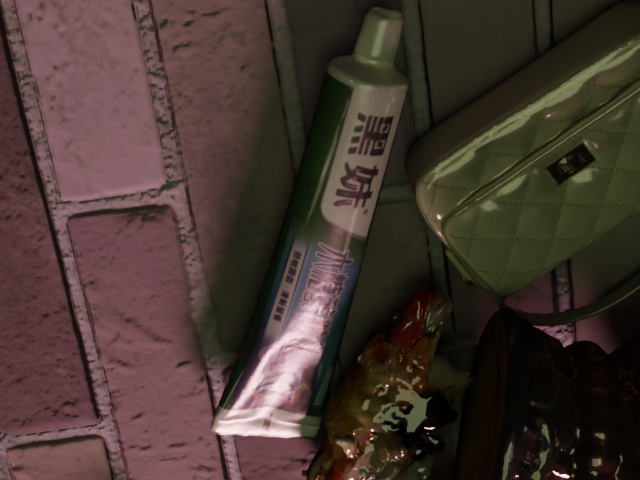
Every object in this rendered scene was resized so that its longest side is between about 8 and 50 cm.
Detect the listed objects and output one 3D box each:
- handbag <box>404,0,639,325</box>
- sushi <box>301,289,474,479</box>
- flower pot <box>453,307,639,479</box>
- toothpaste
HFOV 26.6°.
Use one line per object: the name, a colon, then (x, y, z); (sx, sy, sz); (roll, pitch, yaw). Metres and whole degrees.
handbag: (0.213, -0.042, 1.060); (0.256, 0.079, 0.219); (-35, 117, 14)
sushi: (0.057, 0.144, 1.115); (0.103, 0.097, 0.226); (24, 113, 4)
flower pot: (0.251, 0.166, 1.056); (0.267, 0.266, 0.266); (10, 114, -4)
toothpaste: (0.000, 0.000, 1.073); (0.099, 0.061, 0.392); (6, 117, -20)
